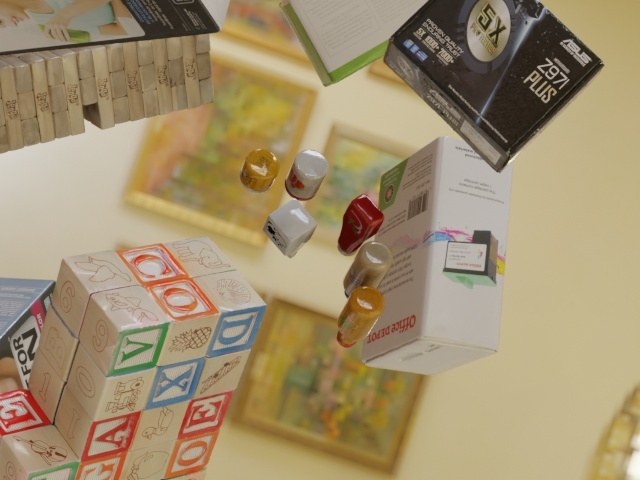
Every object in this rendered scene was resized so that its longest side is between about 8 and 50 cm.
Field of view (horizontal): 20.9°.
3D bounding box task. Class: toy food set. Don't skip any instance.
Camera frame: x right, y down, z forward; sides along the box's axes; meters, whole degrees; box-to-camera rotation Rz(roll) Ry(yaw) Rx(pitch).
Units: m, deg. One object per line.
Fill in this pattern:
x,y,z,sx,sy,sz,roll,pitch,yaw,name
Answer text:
0.000,0.000,1.930,0.111,0.232,0.104,-35,166,-28,toy food set

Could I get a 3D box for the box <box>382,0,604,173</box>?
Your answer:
0.181,-0.188,1.831,0.147,0.180,0.077,-43,173,-11,box

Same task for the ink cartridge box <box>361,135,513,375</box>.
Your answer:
0.156,0.027,2.315,0.201,0.117,0.278,148,-48,-64,ink cartridge box

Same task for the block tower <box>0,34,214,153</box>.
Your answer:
-0.265,-0.161,1.790,0.097,0.335,0.091,30,-49,51,block tower

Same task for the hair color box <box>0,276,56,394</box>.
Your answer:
-0.468,0.223,2.326,0.374,0.113,0.185,-53,139,-51,hair color box

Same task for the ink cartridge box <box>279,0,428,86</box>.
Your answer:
0.030,-0.360,2.284,0.188,0.255,0.097,-30,-174,-7,ink cartridge box

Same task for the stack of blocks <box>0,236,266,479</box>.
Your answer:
-0.170,0.147,1.312,0.087,0.171,0.297,48,-49,34,stack of blocks

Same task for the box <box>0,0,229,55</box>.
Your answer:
-0.215,-0.261,1.542,0.087,0.290,0.169,55,39,-50,box
